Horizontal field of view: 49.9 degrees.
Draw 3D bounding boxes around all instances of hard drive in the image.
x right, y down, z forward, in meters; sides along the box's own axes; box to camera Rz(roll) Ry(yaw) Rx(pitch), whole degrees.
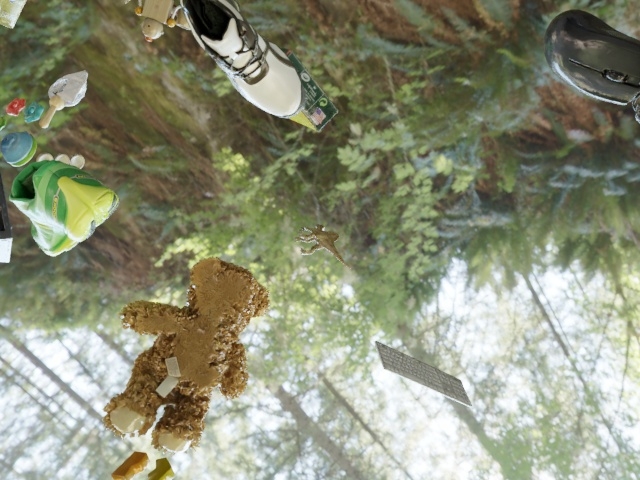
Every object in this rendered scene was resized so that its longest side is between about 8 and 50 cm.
[{"bbox_3d":[-0.608,-0.097,1.250,0.054,0.254,0.172,-10,167,-29],"label":"hard drive"}]

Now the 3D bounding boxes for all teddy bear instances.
[{"bbox_3d":[-0.221,0.189,1.139,0.113,0.245,0.338,-174,-85,-75],"label":"teddy bear"}]

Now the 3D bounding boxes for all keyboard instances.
[{"bbox_3d":[0.206,0.266,1.358,0.014,0.256,0.072,-50,-147,19],"label":"keyboard"}]

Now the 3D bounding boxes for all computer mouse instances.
[{"bbox_3d":[0.487,-0.314,1.191,0.072,0.188,0.272,-27,-133,-26],"label":"computer mouse"}]

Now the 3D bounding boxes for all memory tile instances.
[{"bbox_3d":[-0.592,-0.127,1.550,0.012,0.148,0.113,30,-156,37],"label":"memory tile"}]

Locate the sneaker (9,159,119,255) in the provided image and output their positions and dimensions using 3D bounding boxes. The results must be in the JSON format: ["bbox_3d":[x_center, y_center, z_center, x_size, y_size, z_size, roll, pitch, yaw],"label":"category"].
[{"bbox_3d":[-0.368,-0.057,0.974,0.109,0.123,0.295,-50,-164,-26],"label":"sneaker"}]

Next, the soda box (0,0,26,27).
[{"bbox_3d":[-0.562,-0.427,1.139,0.181,0.058,0.061,43,-72,26],"label":"soda box"}]

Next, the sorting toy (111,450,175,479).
[{"bbox_3d":[-0.316,0.432,1.014,0.229,0.041,0.307,-5,-159,31],"label":"sorting toy"}]

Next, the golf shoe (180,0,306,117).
[{"bbox_3d":[-0.095,-0.215,0.798,0.077,0.198,0.094,-37,-163,20],"label":"golf shoe"}]

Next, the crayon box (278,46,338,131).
[{"bbox_3d":[-0.107,-0.405,1.762,0.081,0.202,0.318,-47,-145,-5],"label":"crayon box"}]

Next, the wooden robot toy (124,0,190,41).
[{"bbox_3d":[-0.269,-0.371,1.165,0.076,0.173,0.079,-92,-158,-84],"label":"wooden robot toy"}]

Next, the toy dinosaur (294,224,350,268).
[{"bbox_3d":[0.000,0.000,1.494,0.093,0.053,0.183,-7,-150,-18],"label":"toy dinosaur"}]

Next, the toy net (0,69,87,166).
[{"bbox_3d":[-0.532,-0.250,1.324,0.232,0.045,0.122,-37,-125,4],"label":"toy net"}]
